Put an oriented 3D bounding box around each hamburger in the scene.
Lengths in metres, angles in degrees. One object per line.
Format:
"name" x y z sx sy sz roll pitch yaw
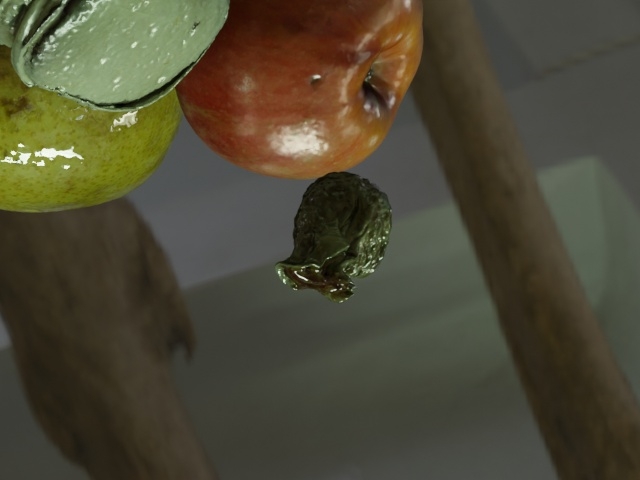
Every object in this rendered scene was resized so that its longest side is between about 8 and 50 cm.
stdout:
"hamburger" -0.118 -0.133 1.066 0.133 0.140 0.062 -37 -115 9

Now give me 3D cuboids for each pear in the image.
"pear" -0.272 -0.160 1.712 0.304 0.304 0.304 -7 -137 7

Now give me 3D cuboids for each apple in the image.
"apple" -0.010 -0.150 1.444 0.164 0.209 0.209 18 -129 30

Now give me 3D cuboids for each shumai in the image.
"shumai" 0.000 0.000 1.258 0.083 0.082 0.080 -6 -169 46
